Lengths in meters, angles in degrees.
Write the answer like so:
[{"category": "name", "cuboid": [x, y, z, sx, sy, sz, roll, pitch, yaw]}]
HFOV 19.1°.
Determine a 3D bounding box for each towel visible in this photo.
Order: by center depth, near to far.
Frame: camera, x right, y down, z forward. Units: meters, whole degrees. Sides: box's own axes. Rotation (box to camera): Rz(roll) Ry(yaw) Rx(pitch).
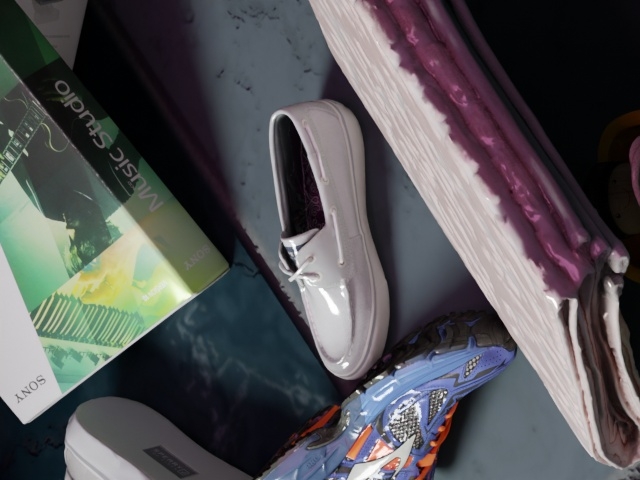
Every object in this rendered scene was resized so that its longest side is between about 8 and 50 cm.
[{"category": "towel", "cuboid": [0.075, -0.054, 1.021, 0.053, 0.317, 0.332, -30, 66, -1]}]

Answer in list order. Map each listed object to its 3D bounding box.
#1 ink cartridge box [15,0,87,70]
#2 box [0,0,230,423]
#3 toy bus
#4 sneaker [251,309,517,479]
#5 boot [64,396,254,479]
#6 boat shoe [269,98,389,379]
[{"category": "ink cartridge box", "cuboid": [-0.247, -0.231, 1.436, 0.158, 0.092, 0.218, 30, 112, 38]}, {"category": "box", "cuboid": [-0.243, -0.043, 1.384, 0.322, 0.058, 0.232, 50, 130, -4]}, {"category": "toy bus", "cuboid": [0.188, -0.024, 0.959, 0.104, 0.191, 0.202, -9, 131, 41]}, {"category": "sneaker", "cuboid": [0.050, 0.122, 1.193, 0.087, 0.083, 0.221, 46, 123, -2]}, {"category": "boot", "cuboid": [-0.100, 0.220, 1.342, 0.258, 0.095, 0.123, 35, 123, 46]}, {"category": "boat shoe", "cuboid": [0.000, 0.000, 1.231, 0.066, 0.063, 0.184, 0, 93, 45]}]
